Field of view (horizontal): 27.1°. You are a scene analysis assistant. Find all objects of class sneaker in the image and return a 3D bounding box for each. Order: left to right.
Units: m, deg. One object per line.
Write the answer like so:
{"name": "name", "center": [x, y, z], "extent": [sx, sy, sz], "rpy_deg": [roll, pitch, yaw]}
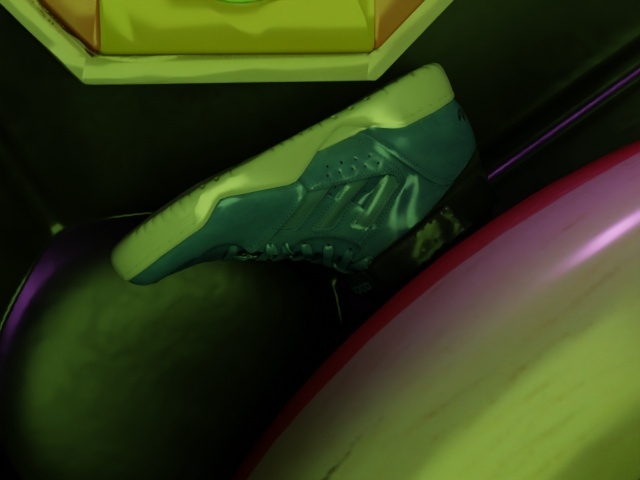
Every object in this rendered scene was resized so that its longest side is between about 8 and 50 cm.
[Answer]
{"name": "sneaker", "center": [0.000, 0.000, 0.521], "extent": [0.152, 0.058, 0.084], "rpy_deg": [-29, 96, -15]}

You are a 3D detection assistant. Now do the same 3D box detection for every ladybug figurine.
{"name": "ladybug figurine", "center": [0.115, 0.103, 0.497], "extent": [0.449, 0.162, 0.305], "rpy_deg": [-32, 120, -10]}

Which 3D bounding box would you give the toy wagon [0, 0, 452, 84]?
{"name": "toy wagon", "center": [-0.040, -0.229, 0.469], "extent": [0.267, 0.068, 0.344], "rpy_deg": [-3, 100, -14]}
